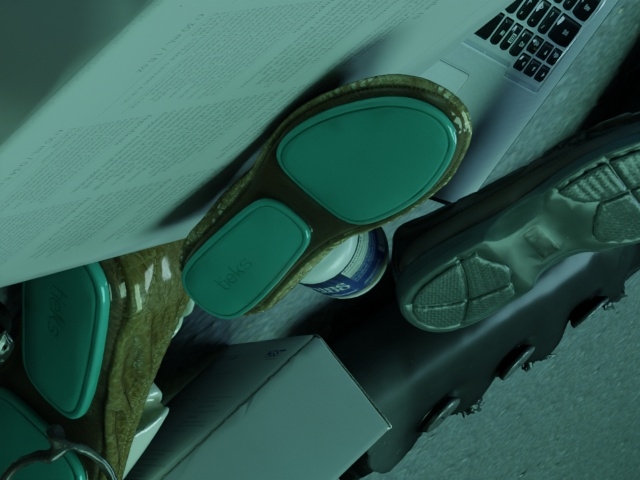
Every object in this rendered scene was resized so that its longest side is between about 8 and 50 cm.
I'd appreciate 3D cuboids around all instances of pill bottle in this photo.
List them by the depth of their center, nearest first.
[{"bbox_3d":[0.000,0.000,1.247,0.067,0.067,0.120,-43,160,7],"label":"pill bottle"}]

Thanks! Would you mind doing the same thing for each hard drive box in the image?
[{"bbox_3d":[-0.089,0.174,1.277,0.232,0.089,0.181,-42,-170,-20],"label":"hard drive box"}]

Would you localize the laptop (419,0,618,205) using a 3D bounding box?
[{"bbox_3d":[0.216,-0.139,1.081,0.408,0.236,0.382,-54,157,10],"label":"laptop"}]

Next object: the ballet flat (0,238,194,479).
[{"bbox_3d":[-0.141,0.084,1.124,0.124,0.116,0.342,-29,152,-40],"label":"ballet flat"}]

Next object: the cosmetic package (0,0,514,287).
[{"bbox_3d":[-0.042,-0.103,0.780,0.377,0.097,0.284,-36,165,38],"label":"cosmetic package"}]

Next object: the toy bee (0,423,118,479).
[{"bbox_3d":[-0.275,0.097,0.861,0.298,0.162,0.195,25,106,-36],"label":"toy bee"}]

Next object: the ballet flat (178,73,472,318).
[{"bbox_3d":[0.003,-0.033,0.858,0.206,0.073,0.067,-34,-163,44],"label":"ballet flat"}]

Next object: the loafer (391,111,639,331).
[{"bbox_3d":[0.164,-0.035,1.247,0.267,0.084,0.096,-28,134,11],"label":"loafer"}]

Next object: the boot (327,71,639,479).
[{"bbox_3d":[0.173,0.004,1.494,0.445,0.146,0.367,-30,156,-15],"label":"boot"}]

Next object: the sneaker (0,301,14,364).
[{"bbox_3d":[-0.199,0.039,0.978,0.075,0.063,0.170,-26,161,-34],"label":"sneaker"}]
